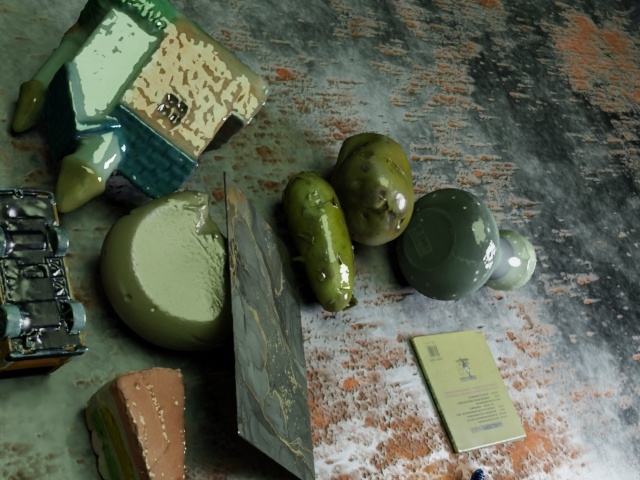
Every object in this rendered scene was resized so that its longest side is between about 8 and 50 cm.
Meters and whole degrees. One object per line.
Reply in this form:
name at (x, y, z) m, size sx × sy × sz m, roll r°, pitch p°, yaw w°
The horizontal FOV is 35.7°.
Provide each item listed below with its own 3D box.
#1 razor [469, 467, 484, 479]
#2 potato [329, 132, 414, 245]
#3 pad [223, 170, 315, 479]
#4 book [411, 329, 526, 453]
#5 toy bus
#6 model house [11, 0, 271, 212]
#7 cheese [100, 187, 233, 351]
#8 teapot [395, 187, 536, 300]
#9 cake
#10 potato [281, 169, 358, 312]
razor at (0.217, 0.398, 1.432) m, size 0.044 × 0.028 × 0.154 m, roll 33°, pitch 45°, yaw -19°
potato at (0.084, -0.084, 1.574) m, size 0.137 × 0.154 × 0.200 m, roll 19°, pitch 27°, yaw -9°
pad at (-0.065, 0.120, 1.305) m, size 0.247 × 0.007 × 0.367 m, roll 53°, pitch 25°, yaw -53°
book at (0.236, 0.235, 1.581) m, size 0.168 × 0.013 × 0.192 m, roll -1°, pitch 61°, yaw -41°
toy bus at (-0.343, 0.050, 1.133) m, size 0.098 × 0.114 × 0.201 m, roll -1°, pitch 67°, yaw -41°
model house at (-0.274, -0.147, 1.322) m, size 0.267 × 0.194 × 0.325 m, roll 39°, pitch 56°, yaw -16°
cheese at (-0.183, 0.050, 1.263) m, size 0.175 × 0.091 × 0.202 m, roll -27°, pitch 90°, yaw -22°
teapot at (0.249, 0.019, 1.648) m, size 0.251 × 0.183 × 0.183 m, roll 16°, pitch 51°, yaw -48°
cake at (-0.207, 0.253, 1.106) m, size 0.090 × 0.109 × 0.225 m, roll 17°, pitch 50°, yaw -32°
potato at (0.000, 0.000, 1.481) m, size 0.117 × 0.090 × 0.225 m, roll 54°, pitch 19°, yaw -69°
